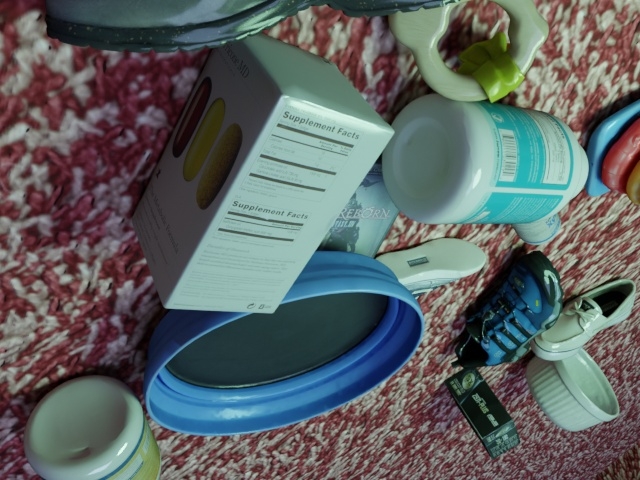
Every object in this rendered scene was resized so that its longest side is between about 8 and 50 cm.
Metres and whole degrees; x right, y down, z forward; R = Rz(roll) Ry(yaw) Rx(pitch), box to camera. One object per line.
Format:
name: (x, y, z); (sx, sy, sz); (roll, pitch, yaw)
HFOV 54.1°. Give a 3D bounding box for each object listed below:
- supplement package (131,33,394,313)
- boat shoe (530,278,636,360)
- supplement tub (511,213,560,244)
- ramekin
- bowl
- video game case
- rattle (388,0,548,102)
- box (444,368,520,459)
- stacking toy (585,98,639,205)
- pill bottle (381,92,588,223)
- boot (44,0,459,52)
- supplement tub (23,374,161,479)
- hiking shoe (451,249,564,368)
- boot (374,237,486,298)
supplement package: (-0.068, -0.061, 0.621); (0.134, 0.139, 0.244); (8, 126, -40)
boat shoe: (0.556, 0.159, 1.313); (0.268, 0.096, 0.088); (-21, 137, -15)
supplement tub: (0.319, -0.043, 0.952); (0.071, 0.071, 0.107); (-40, 142, 11)
ramekin: (0.562, 0.331, 1.422); (0.207, 0.207, 0.109); (17, 131, -44)
bowl: (-0.050, 0.153, 0.873); (0.391, 0.077, 0.391); (-14, 145, -10)
video game case: (0.000, 0.000, 0.825); (0.196, 0.026, 0.274); (-1, 133, -33)
rattle: (0.125, -0.238, 0.650); (0.200, 0.142, 0.130); (24, 132, -5)
box: (0.356, 0.377, 1.372); (0.078, 0.147, 0.180); (-32, 141, 1)
stacking toy: (0.536, -0.069, 0.881); (0.166, 0.301, 0.175); (-27, 141, -6)
pill bottle: (0.214, -0.092, 0.763); (0.264, 0.146, 0.146); (-1, 133, -38)
boot: (-0.052, -0.269, 0.445); (0.338, 0.118, 0.222); (-14, 123, -7)
supplement tub: (-0.296, 0.290, 0.845); (0.144, 0.144, 0.199); (-18, 140, -16)
hiking shoe: (0.336, 0.145, 1.133); (0.132, 0.113, 0.304); (-16, 139, -20)
boot: (0.155, 0.053, 0.961); (0.190, 0.069, 0.086); (-7, 143, -17)
